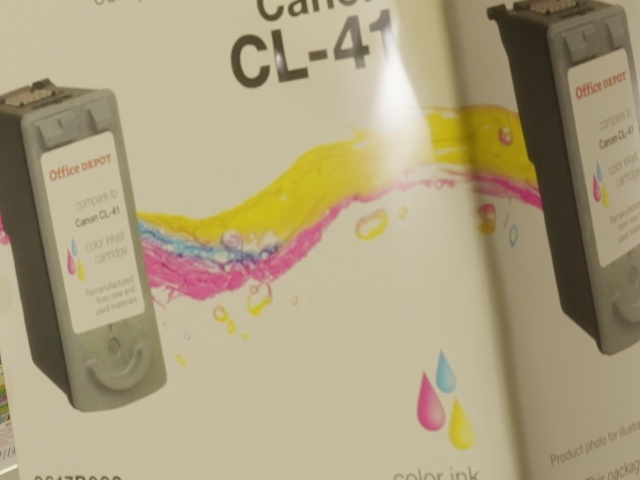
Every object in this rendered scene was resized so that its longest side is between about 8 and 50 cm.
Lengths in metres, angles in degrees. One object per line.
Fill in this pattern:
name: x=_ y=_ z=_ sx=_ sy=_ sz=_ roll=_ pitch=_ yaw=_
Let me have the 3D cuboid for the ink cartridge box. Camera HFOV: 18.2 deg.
ink cartridge box: x=0.000 y=0.000 z=0.684 sx=0.131 sy=0.226 sz=0.306 roll=-15 pitch=-83 yaw=-50

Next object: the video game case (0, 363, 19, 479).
video game case: x=-0.192 y=0.114 z=1.056 sx=0.227 sy=0.206 sz=0.026 roll=-24 pitch=-76 yaw=2
